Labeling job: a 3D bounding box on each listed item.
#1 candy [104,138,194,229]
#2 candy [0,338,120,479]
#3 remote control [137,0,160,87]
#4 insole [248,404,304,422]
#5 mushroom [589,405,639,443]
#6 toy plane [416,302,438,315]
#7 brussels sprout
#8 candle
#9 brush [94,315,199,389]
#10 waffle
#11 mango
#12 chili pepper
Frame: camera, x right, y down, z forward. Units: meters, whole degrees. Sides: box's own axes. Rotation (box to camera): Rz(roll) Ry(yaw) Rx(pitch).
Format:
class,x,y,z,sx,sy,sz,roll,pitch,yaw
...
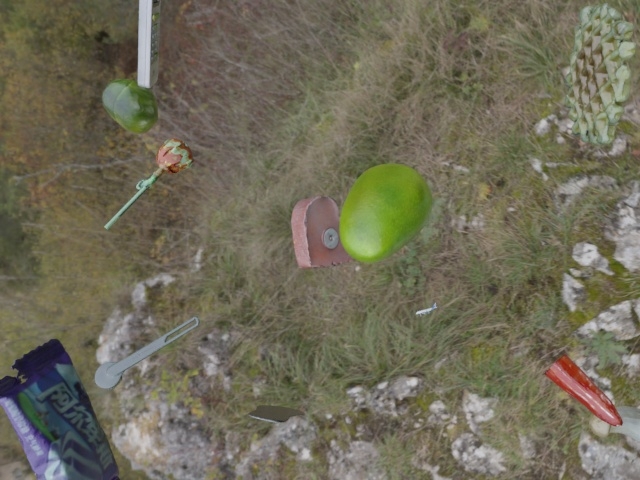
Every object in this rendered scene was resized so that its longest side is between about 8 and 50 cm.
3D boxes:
class,x,y,z,sx,sy,sz,roll,pitch,yaw
candy,-0.406,-0.130,1.291,0.078,0.084,0.288,-11,40,55
candy,-0.354,0.281,0.757,0.070,0.145,0.275,-15,100,7
remote control,-0.380,-0.473,1.211,0.103,0.034,0.250,-100,18,-63
insole,-0.095,0.377,1.193,0.109,0.322,0.007,8,78,5
mushroom,0.845,0.500,1.438,0.270,0.118,0.103,20,143,5
toy plane,0.375,0.247,1.915,0.084,0.078,0.024,-32,82,23
brussels sprout,-0.472,-0.339,1.372,0.155,0.155,0.118,36,92,33
candle,0.000,0.000,2.156,0.131,0.317,0.287,-11,45,47
brush,-0.393,0.255,1.254,0.266,0.027,0.062,-31,65,-9
waffle,0.634,-0.381,1.254,0.056,0.292,0.309,-3,117,7
mango,0.142,-0.059,1.201,0.192,0.343,0.156,-2,123,22
chili pepper,0.548,0.314,1.123,0.169,0.088,0.065,46,114,29
